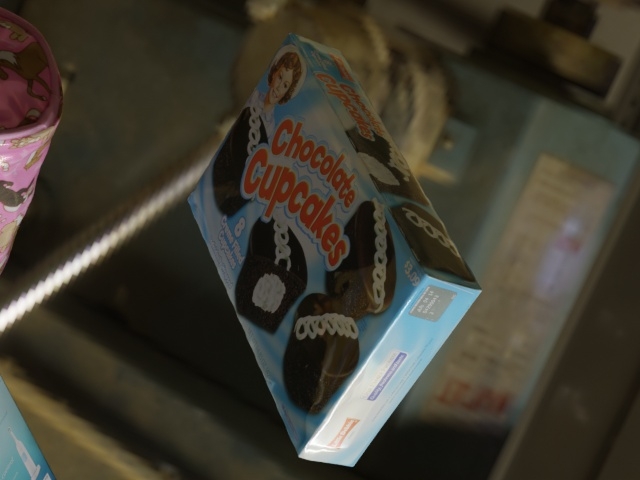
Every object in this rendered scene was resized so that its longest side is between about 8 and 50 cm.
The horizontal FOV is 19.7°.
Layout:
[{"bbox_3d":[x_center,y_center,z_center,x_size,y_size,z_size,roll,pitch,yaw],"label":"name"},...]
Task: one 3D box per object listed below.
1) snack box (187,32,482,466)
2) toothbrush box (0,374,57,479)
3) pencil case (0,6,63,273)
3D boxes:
[{"bbox_3d":[0.000,0.000,1.469,0.060,0.187,0.322,16,-150,-33],"label":"snack box"},{"bbox_3d":[-0.390,0.165,1.659,0.216,0.126,0.295,14,145,21],"label":"toothbrush box"},{"bbox_3d":[-0.346,-0.050,1.641,0.167,0.386,0.160,-1,-122,-27],"label":"pencil case"}]
